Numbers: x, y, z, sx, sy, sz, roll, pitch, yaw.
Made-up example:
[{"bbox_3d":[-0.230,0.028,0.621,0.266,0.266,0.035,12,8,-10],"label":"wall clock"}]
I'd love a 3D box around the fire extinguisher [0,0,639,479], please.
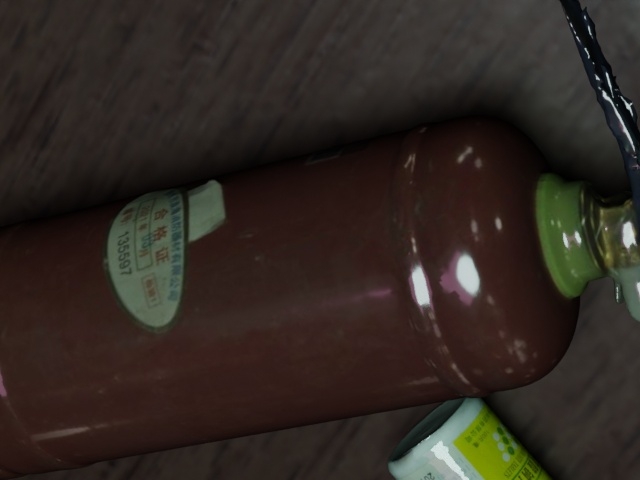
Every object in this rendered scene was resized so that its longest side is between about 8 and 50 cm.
[{"bbox_3d":[0.000,0.000,0.627,0.344,0.102,0.138,-14,103,24],"label":"fire extinguisher"}]

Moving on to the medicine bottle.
[{"bbox_3d":[0.069,0.103,0.672,0.083,0.047,0.047,48,117,-2],"label":"medicine bottle"}]
